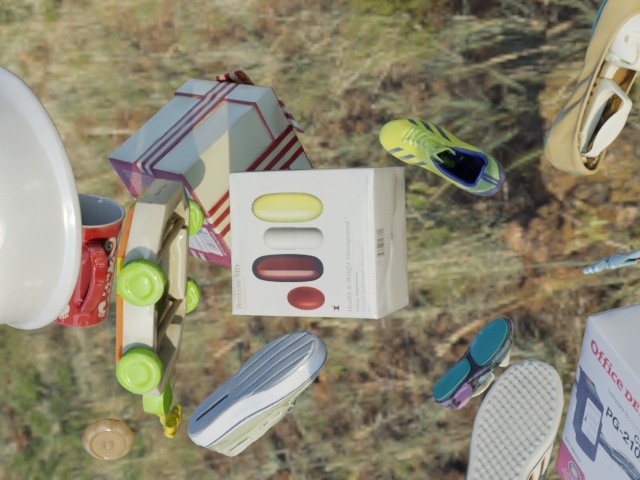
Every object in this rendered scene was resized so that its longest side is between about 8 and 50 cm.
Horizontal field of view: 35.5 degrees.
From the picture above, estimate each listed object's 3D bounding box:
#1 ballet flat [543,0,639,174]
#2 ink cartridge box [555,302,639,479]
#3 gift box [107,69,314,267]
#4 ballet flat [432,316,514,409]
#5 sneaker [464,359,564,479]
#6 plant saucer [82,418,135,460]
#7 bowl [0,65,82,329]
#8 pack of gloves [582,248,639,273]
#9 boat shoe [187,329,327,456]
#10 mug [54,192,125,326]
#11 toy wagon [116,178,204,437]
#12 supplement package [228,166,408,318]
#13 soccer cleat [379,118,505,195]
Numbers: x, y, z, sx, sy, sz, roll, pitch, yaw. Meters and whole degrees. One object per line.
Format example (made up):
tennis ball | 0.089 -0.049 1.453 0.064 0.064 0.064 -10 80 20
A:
ballet flat | 0.321 -0.176 1.083 0.073 0.080 0.232 44 120 51
ink cartridge box | 0.335 0.204 1.017 0.172 0.100 0.237 -117 21 -50
gift box | -0.150 -0.117 1.709 0.276 0.258 0.255 17 145 40
ballet flat | 0.295 0.227 1.825 0.221 0.079 0.077 -53 32 23
sneaker | 0.288 0.344 1.539 0.321 0.126 0.127 -65 -26 -19
plant saucer | -0.339 0.322 1.597 0.015 0.083 0.083 -105 18 -62
bowl | -0.390 -0.033 1.057 0.298 0.134 0.297 15 112 40
pack of gloves | 0.487 -0.001 1.384 0.195 0.232 0.046 -17 84 53
boat shoe | -0.089 0.251 1.634 0.302 0.094 0.109 -37 33 28
mug | -0.348 0.038 1.431 0.150 0.113 0.169 -84 5 -65
toy wagon | -0.215 0.100 1.324 0.267 0.068 0.344 -76 -8 -70
supplement package | 0.000 0.000 1.344 0.149 0.203 0.194 -9 -82 -69
soccer cleat | 0.225 -0.173 1.929 0.289 0.121 0.093 30 97 31
